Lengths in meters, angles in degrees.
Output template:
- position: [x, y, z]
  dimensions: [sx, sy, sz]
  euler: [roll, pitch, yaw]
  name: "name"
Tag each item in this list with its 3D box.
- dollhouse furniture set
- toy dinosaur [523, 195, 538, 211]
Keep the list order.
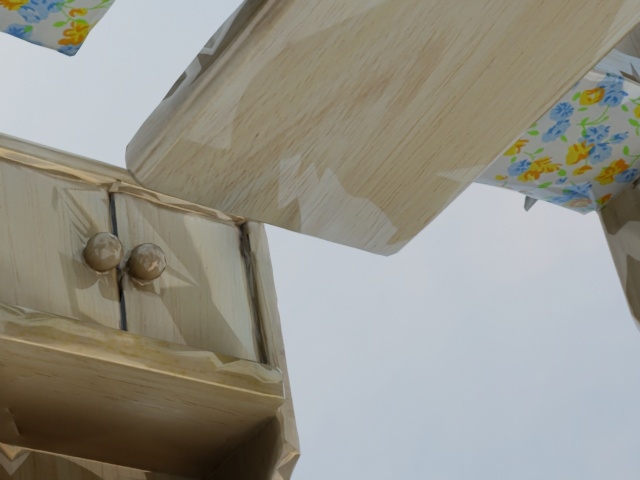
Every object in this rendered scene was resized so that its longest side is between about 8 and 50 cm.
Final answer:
- position: [0.000, 0.000, 0.368]
  dimensions: [0.242, 0.212, 0.161]
  euler: [-45, -138, 38]
  name: "dollhouse furniture set"
- position: [0.065, -0.150, 0.613]
  dimensions: [0.160, 0.121, 0.313]
  euler: [-92, -169, -67]
  name: "toy dinosaur"
